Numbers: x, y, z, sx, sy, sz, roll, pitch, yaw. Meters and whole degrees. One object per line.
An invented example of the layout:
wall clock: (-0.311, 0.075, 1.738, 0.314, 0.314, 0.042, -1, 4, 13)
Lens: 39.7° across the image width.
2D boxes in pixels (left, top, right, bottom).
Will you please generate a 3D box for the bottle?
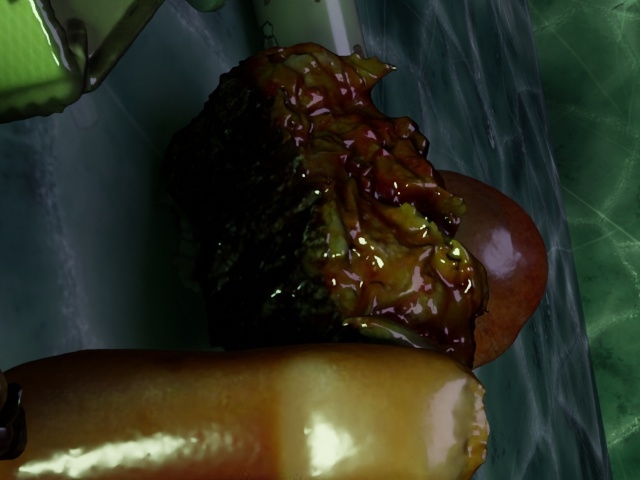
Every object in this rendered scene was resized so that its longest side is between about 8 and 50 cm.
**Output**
bottle: (-0.002, -0.182, 0.938, 0.110, 0.110, 0.233, -21, 99, -64)

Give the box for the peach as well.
peach: (0.140, 0.048, 1.007, 0.256, 0.232, 0.232, 53, 36, -45)

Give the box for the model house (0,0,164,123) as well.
model house: (-0.186, -0.108, 0.424, 0.205, 0.218, 0.278, 23, 63, -58)

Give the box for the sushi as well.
sushi: (0.000, 0.000, 0.679, 0.196, 0.182, 0.343, 0, 49, -36)

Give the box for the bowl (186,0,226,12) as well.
bowl: (-0.156, -0.310, 0.593, 0.146, 0.313, 0.313, -9, 87, -20)

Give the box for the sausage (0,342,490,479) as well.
sausage: (-0.053, 0.108, 0.519, 0.083, 0.300, 0.089, 94, -5, -67)

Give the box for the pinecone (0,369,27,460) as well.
pinecone: (-0.205, 0.065, 0.306, 0.221, 0.221, 0.221, 36, 48, -55)
